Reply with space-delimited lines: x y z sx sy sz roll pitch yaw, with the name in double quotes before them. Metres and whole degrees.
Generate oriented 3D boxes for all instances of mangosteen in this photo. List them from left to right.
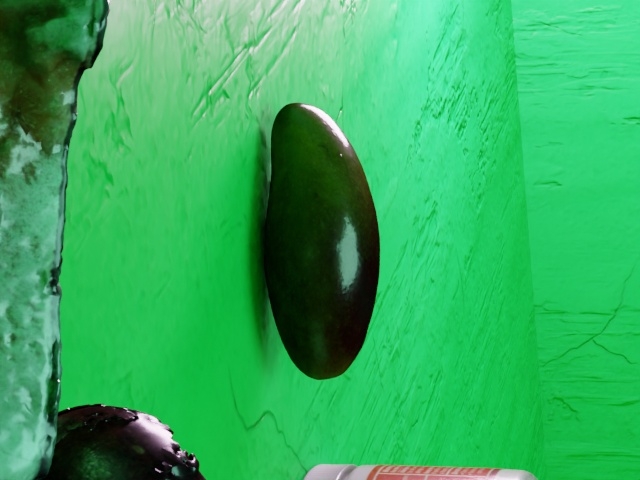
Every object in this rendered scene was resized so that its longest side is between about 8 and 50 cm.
"mangosteen" -0.147 0.195 1.136 0.180 0.166 0.166 -39 132 -39

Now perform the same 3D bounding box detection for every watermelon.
"watermelon" -0.199 0.018 0.749 0.320 0.213 0.289 -53 158 23

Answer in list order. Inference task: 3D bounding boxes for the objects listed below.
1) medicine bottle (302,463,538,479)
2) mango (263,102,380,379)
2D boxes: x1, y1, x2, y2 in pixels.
"medicine bottle" 0.106 0.358 1.864 0.252 0.241 0.252 0 90 -74
"mango" 0.000 0.000 1.728 0.133 0.111 0.267 -2 87 -63
